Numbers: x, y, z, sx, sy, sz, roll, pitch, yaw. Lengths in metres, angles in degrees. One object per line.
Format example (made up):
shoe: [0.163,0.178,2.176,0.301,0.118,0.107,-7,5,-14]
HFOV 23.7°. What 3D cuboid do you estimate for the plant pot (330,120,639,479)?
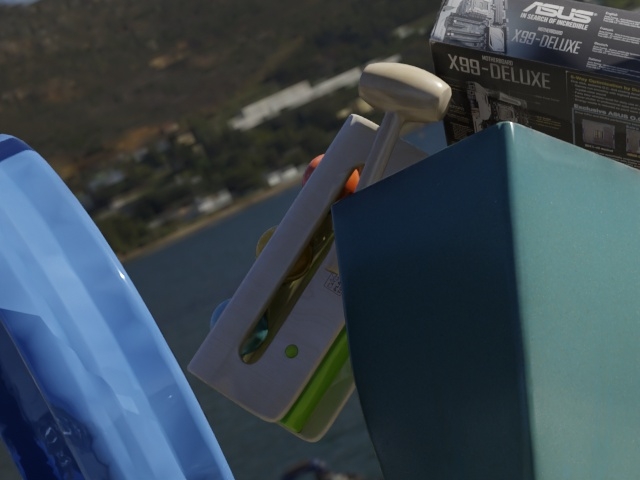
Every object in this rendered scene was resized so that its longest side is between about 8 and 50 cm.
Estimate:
plant pot: [0.125,0.077,0.972,0.165,0.234,0.165,16,-28,-38]

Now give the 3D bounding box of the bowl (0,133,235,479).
bowl: [-0.146,0.112,0.951,0.077,0.391,0.391,-28,3,-18]

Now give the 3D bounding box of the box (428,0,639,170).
box: [0.259,-0.102,1.350,0.307,0.076,0.242,14,-27,20]

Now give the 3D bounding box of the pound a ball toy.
pound a ball toy: [0.000,0.000,1.346,0.319,0.136,0.208,-58,-24,-4]
